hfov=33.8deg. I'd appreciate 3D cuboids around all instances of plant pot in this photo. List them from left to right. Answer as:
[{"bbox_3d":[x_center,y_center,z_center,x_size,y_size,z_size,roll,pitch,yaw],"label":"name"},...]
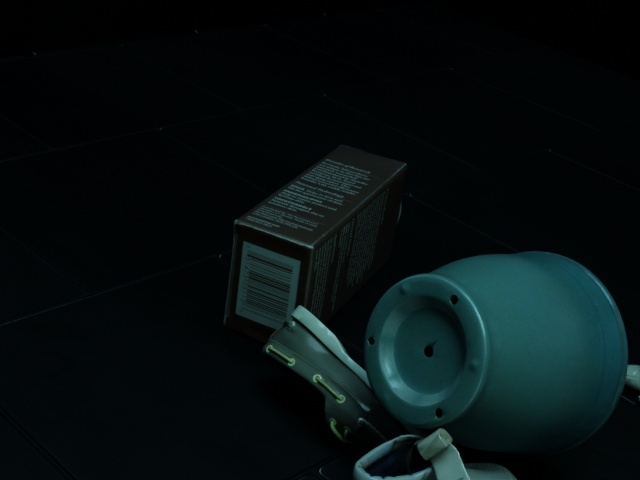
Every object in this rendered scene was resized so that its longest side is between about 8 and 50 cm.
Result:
[{"bbox_3d":[0.200,0.137,1.318,0.255,0.272,0.271,9,19,-47],"label":"plant pot"}]

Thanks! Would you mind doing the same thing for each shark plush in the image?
[{"bbox_3d":[0.526,0.206,1.600,0.161,0.073,0.067,-2,-1,-11],"label":"shark plush"}]

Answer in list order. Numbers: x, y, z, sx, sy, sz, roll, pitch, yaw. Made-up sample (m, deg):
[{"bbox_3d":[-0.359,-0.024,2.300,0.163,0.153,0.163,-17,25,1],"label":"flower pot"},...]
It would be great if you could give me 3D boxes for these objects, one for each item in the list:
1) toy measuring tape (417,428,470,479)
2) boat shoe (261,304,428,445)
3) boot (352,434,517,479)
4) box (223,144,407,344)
[{"bbox_3d":[0.137,0.335,1.066,0.121,0.121,0.330,-2,51,-20],"label":"toy measuring tape"},{"bbox_3d":[0.039,0.213,1.399,0.091,0.109,0.305,-43,58,-6],"label":"boat shoe"},{"bbox_3d":[0.144,0.286,1.250,0.258,0.123,0.095,-10,33,-33],"label":"boot"},{"bbox_3d":[0.000,0.000,1.690,0.143,0.191,0.381,20,29,20],"label":"box"}]
